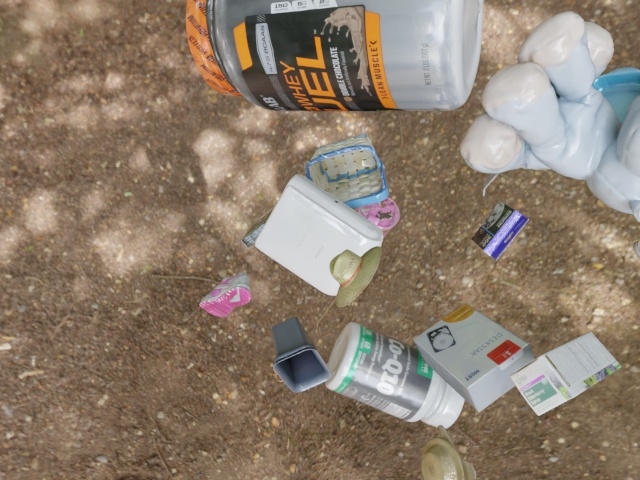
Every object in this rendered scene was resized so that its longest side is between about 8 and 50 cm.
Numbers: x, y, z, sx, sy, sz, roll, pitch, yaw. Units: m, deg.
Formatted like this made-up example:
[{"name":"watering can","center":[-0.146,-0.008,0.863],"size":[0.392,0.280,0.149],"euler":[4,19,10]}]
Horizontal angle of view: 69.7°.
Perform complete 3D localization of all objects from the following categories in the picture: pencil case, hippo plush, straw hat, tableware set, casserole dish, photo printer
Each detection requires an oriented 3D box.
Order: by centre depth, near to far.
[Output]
[{"name":"tableware set","center":[0.115,0.267,0.419],"size":[0.020,0.168,0.141],"euler":[7,26,-28]},{"name":"hippo plush","center":[0.342,-0.117,0.597],"size":[0.235,0.294,0.237],"euler":[-30,55,-27]},{"name":"casserole dish","center":[0.508,-0.222,0.811],"size":[0.114,0.037,0.188],"euler":[13,68,51]},{"name":"straw hat","center":[0.051,0.053,0.893],"size":[0.061,0.144,0.144],"euler":[37,60,-13]},{"name":"photo printer","center":[0.000,0.000,1.267],"size":[0.308,0.256,0.107],"euler":[35,34,-1]},{"name":"pencil case","center":[0.164,-0.009,1.733],"size":[0.160,0.386,0.167],"euler":[3,55,-16]}]

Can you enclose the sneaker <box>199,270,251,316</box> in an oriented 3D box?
[{"name":"sneaker","center":[-0.332,0.192,1.654],"size":[0.253,0.103,0.111],"euler":[-25,34,31]}]

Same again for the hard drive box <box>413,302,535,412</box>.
[{"name":"hard drive box","center":[0.375,0.278,1.137],"size":[0.181,0.089,0.232],"euler":[-33,25,-9]}]

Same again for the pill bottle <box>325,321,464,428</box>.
[{"name":"pill bottle","center":[0.213,0.392,1.324],"size":[0.362,0.204,0.204],"euler":[23,59,-6]}]

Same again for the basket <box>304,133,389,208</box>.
[{"name":"basket","center":[0.080,-0.182,1.382],"size":[0.255,0.200,0.288],"euler":[-12,34,18]}]

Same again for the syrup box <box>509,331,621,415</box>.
[{"name":"syrup box","center":[0.520,0.277,0.973],"size":[0.237,0.093,0.096],"euler":[-7,54,-38]}]

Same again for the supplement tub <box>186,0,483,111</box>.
[{"name":"supplement tub","center":[0.017,-0.268,0.576],"size":[0.339,0.207,0.207],"euler":[7,56,25]}]

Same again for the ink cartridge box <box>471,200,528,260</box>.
[{"name":"ink cartridge box","center":[0.726,-0.044,1.882],"size":[0.045,0.206,0.208],"euler":[30,15,-13]}]

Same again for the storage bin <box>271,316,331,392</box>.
[{"name":"storage bin","center":[-0.049,0.219,0.887],"size":[0.098,0.135,0.091],"euler":[-24,46,1]}]

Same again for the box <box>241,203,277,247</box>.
[{"name":"box","center":[-0.188,-0.073,1.682],"size":[0.045,0.191,0.184],"euler":[48,20,-16]}]

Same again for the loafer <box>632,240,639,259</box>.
[{"name":"loafer","center":[0.821,0.050,1.122],"size":[0.045,0.039,0.125],"euler":[-34,82,-13]}]
